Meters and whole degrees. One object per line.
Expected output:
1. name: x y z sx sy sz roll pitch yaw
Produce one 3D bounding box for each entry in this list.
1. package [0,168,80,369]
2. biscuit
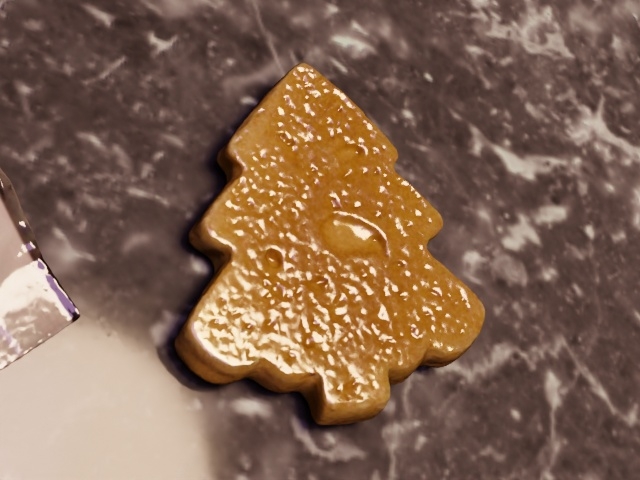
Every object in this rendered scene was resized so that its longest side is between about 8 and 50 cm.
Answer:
1. package: -0.265 -0.016 0.637 0.204 0.062 0.250 -35 104 -35
2. biscuit: 0.000 0.000 0.788 0.212 0.041 0.238 -2 73 -24
